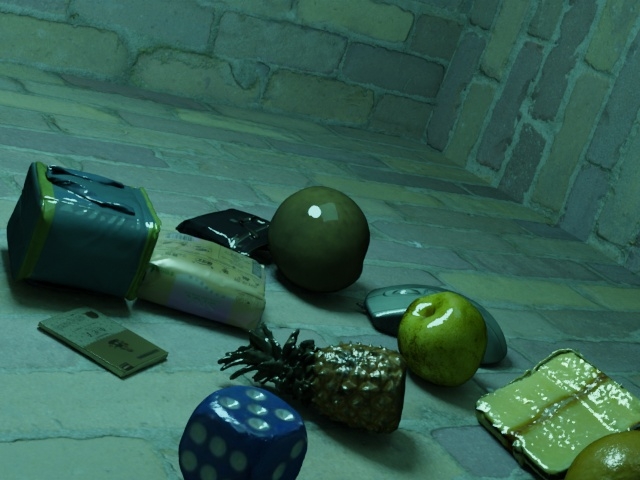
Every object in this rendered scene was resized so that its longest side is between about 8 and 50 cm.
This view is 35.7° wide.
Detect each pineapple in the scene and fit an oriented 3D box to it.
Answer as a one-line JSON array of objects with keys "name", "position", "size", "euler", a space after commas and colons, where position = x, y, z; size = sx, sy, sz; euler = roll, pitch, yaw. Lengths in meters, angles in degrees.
[{"name": "pineapple", "position": [-0.014, 0.245, 1.803], "size": [0.341, 0.169, 0.169], "euler": [11, 17, 7]}]

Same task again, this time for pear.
[{"name": "pear", "position": [0.262, 0.213, 2.102], "size": [0.197, 0.197, 0.197], "euler": [18, 18, -6]}]

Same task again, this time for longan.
[{"name": "longan", "position": [0.000, 0.000, 2.350], "size": [0.258, 0.258, 0.258], "euler": [18, 18, -6]}]

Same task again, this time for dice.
[{"name": "dice", "position": [-0.115, 0.310, 1.477], "size": [0.143, 0.146, 0.146], "euler": [28, 20, 30]}]

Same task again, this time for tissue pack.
[{"name": "tissue pack", "position": [-0.240, 0.077, 2.068], "size": [0.257, 0.123, 0.215], "euler": [16, 20, -8]}]

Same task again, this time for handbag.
[{"name": "handbag", "position": [-0.471, -0.017, 1.952], "size": [0.241, 0.222, 0.263], "euler": [16, 19, -27]}, {"name": "handbag", "position": [-0.203, -0.019, 2.444], "size": [0.211, 0.088, 0.254], "euler": [20, 18, 20]}]

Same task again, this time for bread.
[{"name": "bread", "position": [0.463, 0.343, 1.931], "size": [0.236, 0.198, 0.263], "euler": [-1, 24, -31]}]

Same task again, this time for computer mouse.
[{"name": "computer mouse", "position": [0.269, 0.176, 2.327], "size": [0.371, 0.121, 0.188], "euler": [16, 17, 0]}]

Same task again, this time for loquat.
[{"name": "loquat", "position": [0.509, 0.433, 1.571], "size": [0.263, 0.263, 0.263], "euler": [18, 18, -6]}]

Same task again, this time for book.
[{"name": "book", "position": [-0.389, 0.178, 1.787], "size": [0.199, 0.016, 0.138], "euler": [26, 19, 20]}]
